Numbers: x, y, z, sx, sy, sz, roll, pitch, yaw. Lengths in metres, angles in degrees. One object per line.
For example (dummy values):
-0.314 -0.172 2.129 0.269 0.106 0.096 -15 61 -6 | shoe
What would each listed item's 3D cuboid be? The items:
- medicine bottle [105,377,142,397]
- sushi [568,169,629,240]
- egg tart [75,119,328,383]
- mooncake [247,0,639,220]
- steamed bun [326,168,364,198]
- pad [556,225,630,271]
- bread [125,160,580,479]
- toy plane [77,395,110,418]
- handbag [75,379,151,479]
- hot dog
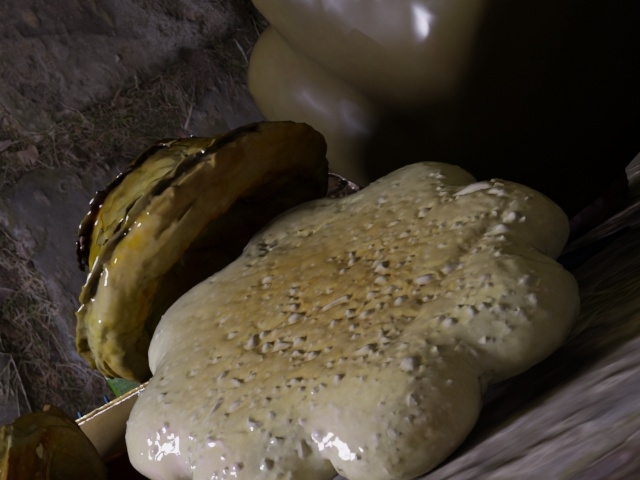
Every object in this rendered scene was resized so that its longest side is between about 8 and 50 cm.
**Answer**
-0.103 0.100 1.295 0.088 0.188 0.132 -31 1 31 | medicine bottle
0.244 -0.063 1.585 0.241 0.107 0.161 -31 5 -32 | sushi
-0.093 0.000 1.146 0.241 0.106 0.241 -41 -25 -23 | egg tart
0.158 -0.230 1.321 0.467 0.262 0.467 -35 -34 -28 | mooncake
0.000 0.000 1.920 0.251 0.199 0.301 -32 -11 37 | steamed bun
0.147 0.056 1.403 0.164 0.004 0.243 -32 2 -35 | pad
0.012 0.049 0.979 0.316 0.054 0.316 -22 27 12 | bread
-0.262 0.249 1.927 0.169 0.078 0.246 -31 8 -1 | toy plane
-0.094 0.143 1.153 0.190 0.062 0.127 -30 -35 32 | handbag
-0.227 0.224 1.078 0.259 0.114 0.175 -46 -7 37 | hot dog
